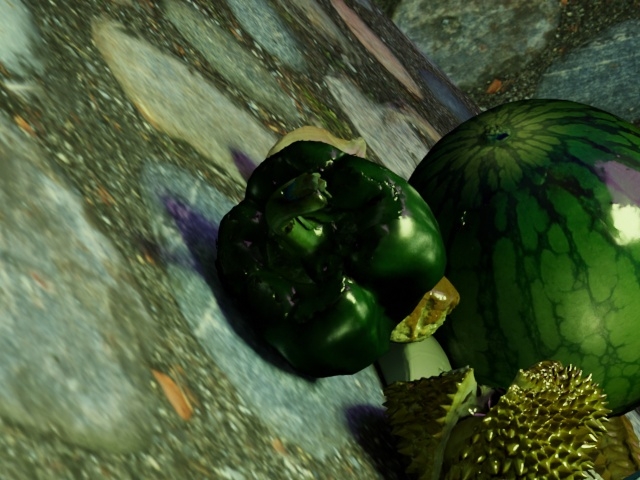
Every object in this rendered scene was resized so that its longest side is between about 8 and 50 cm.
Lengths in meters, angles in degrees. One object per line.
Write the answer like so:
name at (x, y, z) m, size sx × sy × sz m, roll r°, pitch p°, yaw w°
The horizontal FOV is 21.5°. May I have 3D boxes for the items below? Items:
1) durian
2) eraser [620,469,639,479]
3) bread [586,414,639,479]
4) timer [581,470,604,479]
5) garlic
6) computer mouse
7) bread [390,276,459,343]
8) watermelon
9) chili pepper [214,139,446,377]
durian at (0.164, 0.180, 1.480) m, size 0.237 × 0.193 × 0.137 m, roll -1°, pitch 78°, yaw -46°
eraser at (0.272, 0.303, 1.543) m, size 0.312 × 0.043 × 0.144 m, roll -11°, pitch 78°, yaw -58°
bread at (0.367, 0.293, 2.055) m, size 0.367 × 0.084 × 0.077 m, roll -91°, pitch -179°, yaw -72°
timer at (0.242, 0.271, 1.686) m, size 0.253 × 0.078 × 0.178 m, roll 41°, pitch 16°, yaw -35°
garlic at (0.012, -0.037, 1.718) m, size 0.174 × 0.099 × 0.124 m, roll 50°, pitch 28°, yaw -7°
computer mouse at (0.097, 0.130, 1.633) m, size 0.089 × 0.056 × 0.181 m, roll 37°, pitch 19°, yaw -32°
bread at (0.049, 0.038, 1.593) m, size 0.128 × 0.069 × 0.140 m, roll 5°, pitch 32°, yaw -48°
watermelon at (0.234, 0.024, 1.762) m, size 0.363 × 0.363 × 0.363 m, roll 48°, pitch 13°, yaw -15°
chili pepper at (0.000, 0.000, 1.381) m, size 0.165 × 0.174 × 0.261 m, roll 50°, pitch 1°, yaw 35°
